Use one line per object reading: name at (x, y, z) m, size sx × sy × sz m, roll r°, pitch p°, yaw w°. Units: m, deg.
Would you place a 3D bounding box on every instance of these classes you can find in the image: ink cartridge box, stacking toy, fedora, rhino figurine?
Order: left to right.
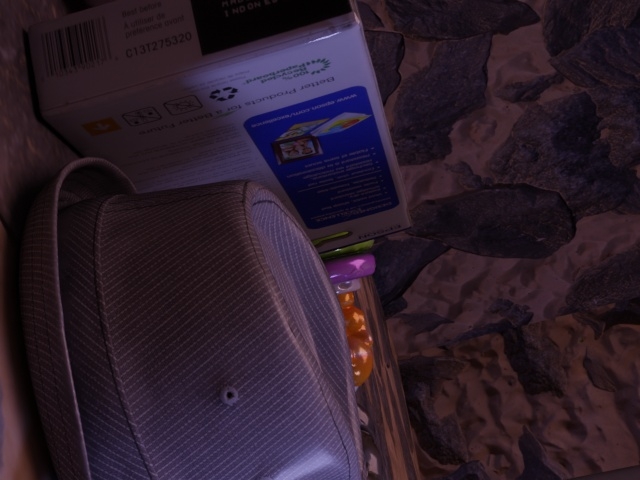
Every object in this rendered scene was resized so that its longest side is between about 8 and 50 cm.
fedora at (-0.047, 0.078, 0.539) m, size 0.243 × 0.124 × 0.275 m, roll -84°, pitch 159°, yaw -74°
ink cartridge box at (-0.039, -0.061, 0.710) m, size 0.371 × 0.176 × 0.069 m, roll 61°, pitch 15°, yaw -70°
stacking toy at (0.000, 0.000, 1.043) m, size 0.175 × 0.166 × 0.301 m, roll 130°, pitch -52°, yaw -86°
rhino figurine at (0.036, 0.279, 1.138) m, size 0.106 × 0.073 × 0.243 m, roll 64°, pitch 14°, yaw -51°

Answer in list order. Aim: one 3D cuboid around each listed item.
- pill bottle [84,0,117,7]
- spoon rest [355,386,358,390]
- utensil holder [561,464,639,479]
pill bottle at (-0.117, -0.206, 0.663) m, size 0.108 × 0.108 × 0.180 m, roll -96°, pitch 169°, yaw -59°
spoon rest at (0.021, 0.106, 1.518) m, size 0.137 × 0.084 × 0.276 m, roll 61°, pitch 28°, yaw -64°
utensil holder at (0.187, 0.318, 0.695) m, size 0.327 × 0.386 × 0.327 m, roll 168°, pitch -90°, yaw -88°
